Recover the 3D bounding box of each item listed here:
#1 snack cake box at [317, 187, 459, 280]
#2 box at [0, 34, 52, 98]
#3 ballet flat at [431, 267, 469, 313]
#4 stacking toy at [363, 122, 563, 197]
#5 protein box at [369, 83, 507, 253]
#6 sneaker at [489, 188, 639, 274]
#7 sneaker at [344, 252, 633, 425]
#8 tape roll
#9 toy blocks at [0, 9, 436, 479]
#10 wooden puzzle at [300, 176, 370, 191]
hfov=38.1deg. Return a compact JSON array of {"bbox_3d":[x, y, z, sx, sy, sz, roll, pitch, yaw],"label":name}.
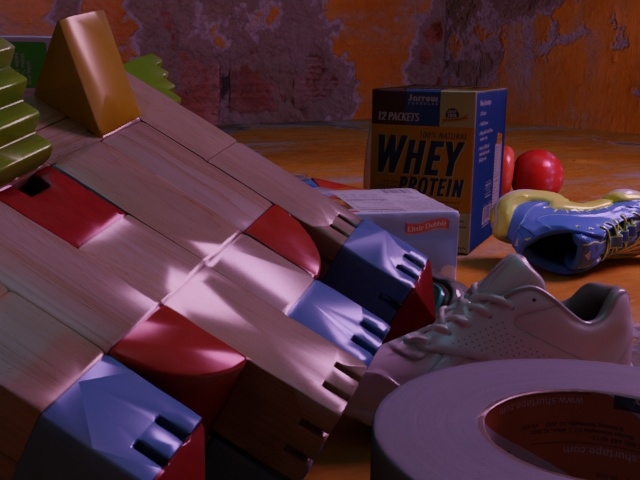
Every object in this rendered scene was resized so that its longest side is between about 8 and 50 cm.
[{"bbox_3d":[0.000,0.000,1.005,0.264,0.089,0.152,-2,14,-13],"label":"snack cake box"},{"bbox_3d":[-0.392,-0.130,1.181,0.231,0.262,0.127,1,12,-5],"label":"box"},{"bbox_3d":[0.087,0.054,0.845,0.068,0.072,0.213,26,3,-22],"label":"ballet flat"},{"bbox_3d":[0.243,-0.127,1.562,0.330,0.141,0.141,6,12,6],"label":"stacking toy"},{"bbox_3d":[0.161,-0.104,1.239,0.136,0.201,0.200,5,12,21],"label":"protein box"},{"bbox_3d":[0.323,0.002,1.085,0.240,0.091,0.126,1,30,-3],"label":"sneaker"},{"bbox_3d":[0.105,0.065,0.626,0.232,0.115,0.090,-2,12,-15],"label":"sneaker"},{"bbox_3d":[0.133,0.125,0.447,0.219,0.072,0.219,2,11,0],"label":"tape roll"},{"bbox_3d":[-0.088,0.041,0.485,0.261,0.190,0.381,32,28,5],"label":"toy blocks"},{"bbox_3d":[0.001,-0.060,1.406,0.239,0.044,0.221,8,14,32],"label":"wooden puzzle"}]
